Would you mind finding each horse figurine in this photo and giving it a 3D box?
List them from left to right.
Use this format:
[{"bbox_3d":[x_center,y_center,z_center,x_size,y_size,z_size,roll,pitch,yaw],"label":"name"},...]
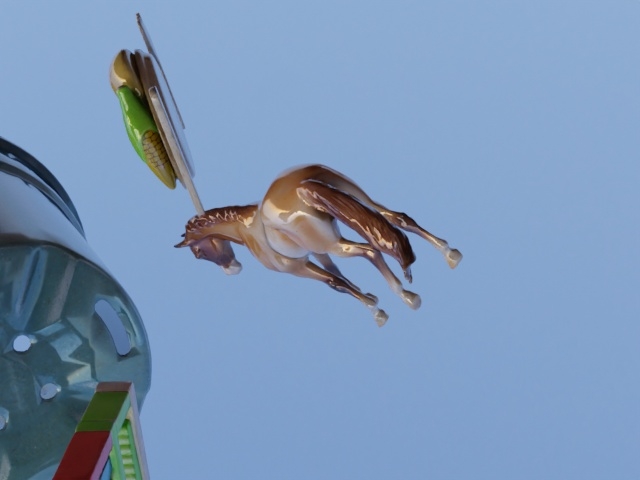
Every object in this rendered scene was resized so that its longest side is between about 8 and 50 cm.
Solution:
[{"bbox_3d":[0.000,0.000,1.096,0.174,0.263,0.066,33,-110,-9],"label":"horse figurine"}]

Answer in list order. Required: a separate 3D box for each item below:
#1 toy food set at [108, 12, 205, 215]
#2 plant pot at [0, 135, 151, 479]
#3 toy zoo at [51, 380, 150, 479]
[{"bbox_3d":[-0.140,-0.102,1.172,0.038,0.132,0.192,-20,-151,0],"label":"toy food set"},{"bbox_3d":[-0.330,0.083,1.330,0.341,0.341,0.334,-19,-159,-22],"label":"plant pot"},{"bbox_3d":[-0.163,0.254,0.992,0.030,0.192,0.293,-3,-156,8],"label":"toy zoo"}]
